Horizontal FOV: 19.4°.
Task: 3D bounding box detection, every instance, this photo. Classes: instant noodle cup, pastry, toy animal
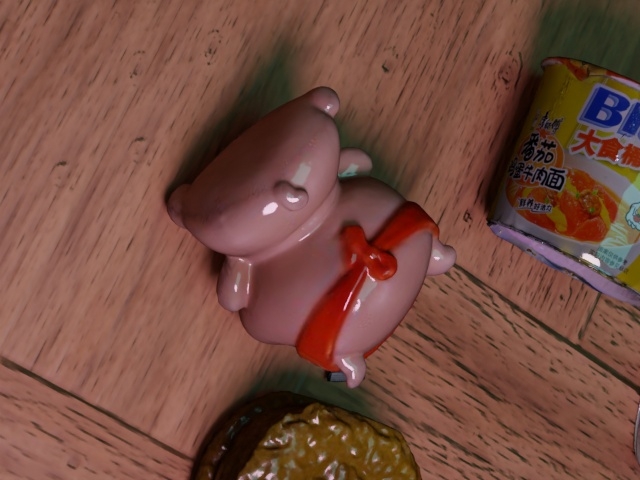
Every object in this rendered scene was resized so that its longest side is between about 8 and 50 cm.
[{"bbox_3d":[0.238,-0.043,1.554,0.205,0.205,0.153,30,88,-32],"label":"instant noodle cup"},{"bbox_3d":[-0.011,0.209,1.451,0.189,0.103,0.188,-3,96,-33],"label":"pastry"},{"bbox_3d":[0.000,0.000,1.414,0.171,0.171,0.197,-47,110,-21],"label":"toy animal"}]

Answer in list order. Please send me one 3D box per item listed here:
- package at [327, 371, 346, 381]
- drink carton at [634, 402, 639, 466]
[{"bbox_3d":[0.024,0.060,1.513,0.037,0.015,0.110,1,96,-35],"label":"package"},{"bbox_3d":[0.372,0.178,1.693,0.142,0.146,0.144,11,88,-26],"label":"drink carton"}]
